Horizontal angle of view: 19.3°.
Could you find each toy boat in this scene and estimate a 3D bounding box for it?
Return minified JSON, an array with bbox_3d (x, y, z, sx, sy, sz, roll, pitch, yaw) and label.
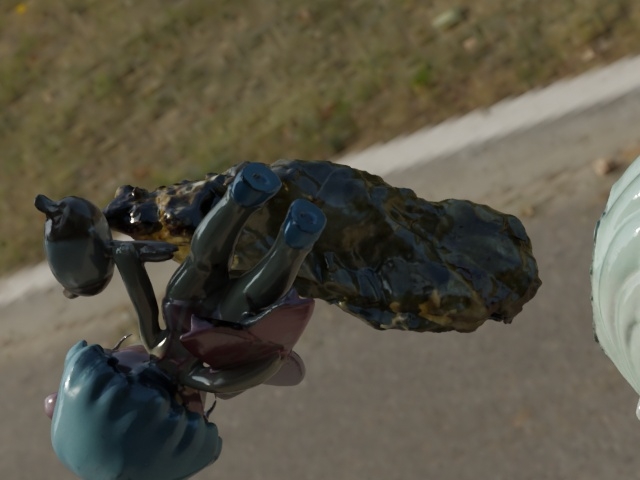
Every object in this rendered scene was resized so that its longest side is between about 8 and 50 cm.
[{"bbox_3d":[0.321,0.021,1.745,0.100,0.290,0.199,10,6,40],"label":"toy boat"}]

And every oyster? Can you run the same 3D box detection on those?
[{"bbox_3d":[0.001,-0.002,1.436,0.078,0.345,0.129,102,177,-59],"label":"oyster"}]

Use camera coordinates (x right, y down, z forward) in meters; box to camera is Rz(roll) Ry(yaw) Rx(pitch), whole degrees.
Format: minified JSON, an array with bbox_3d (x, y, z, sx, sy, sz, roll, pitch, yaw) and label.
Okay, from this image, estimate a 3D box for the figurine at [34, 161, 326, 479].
[{"bbox_3d":[-0.100,0.052,1.149,0.260,0.205,0.103,-54,9,36],"label":"figurine"}]
